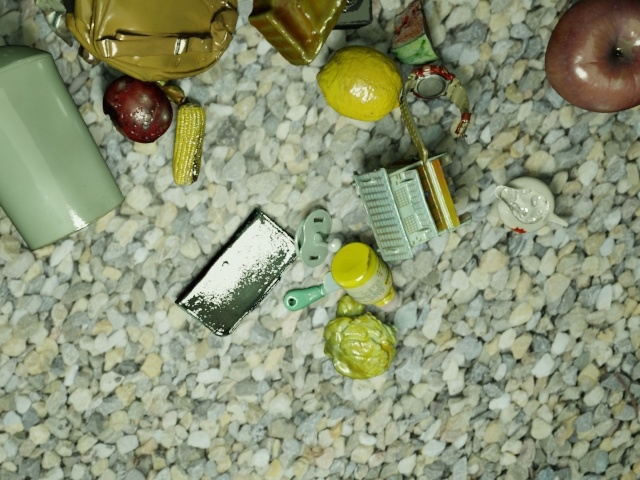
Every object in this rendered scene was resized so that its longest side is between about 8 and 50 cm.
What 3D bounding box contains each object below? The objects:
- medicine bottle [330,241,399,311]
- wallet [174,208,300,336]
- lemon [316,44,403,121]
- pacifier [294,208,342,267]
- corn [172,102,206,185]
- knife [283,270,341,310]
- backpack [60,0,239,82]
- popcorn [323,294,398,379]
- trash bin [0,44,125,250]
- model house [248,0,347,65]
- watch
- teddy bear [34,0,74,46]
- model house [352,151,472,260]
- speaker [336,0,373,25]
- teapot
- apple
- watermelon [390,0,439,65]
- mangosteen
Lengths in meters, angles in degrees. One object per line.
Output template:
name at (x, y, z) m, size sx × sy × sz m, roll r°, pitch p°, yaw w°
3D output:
medicine bottle at (0.124, 0.103, 1.858) m, size 0.122 × 0.122 × 0.212 m, roll -42°, pitch 136°, yaw 3°
wallet at (-0.203, 0.088, 1.892) m, size 0.172 × 0.045 × 0.318 m, roll 40°, pitch 91°, yaw -13°
lemon at (0.097, -0.371, 1.770) m, size 0.193 × 0.180 × 0.181 m, roll 25°, pitch 98°, yaw 21°
pacifier at (0.000, 0.000, 1.857) m, size 0.126 × 0.116 × 0.150 m, roll 7°, pitch 98°, yaw -47°
corn at (-0.321, -0.232, 1.814) m, size 0.072 × 0.072 × 0.203 m, roll 8°, pitch 101°, yaw -6°
knife at (0.025, 0.113, 1.930) m, size 0.260 × 0.034 × 0.063 m, roll -22°, pitch 95°, yaw -7°
backpack at (-0.363, -0.508, 1.626) m, size 0.378 × 0.201 × 0.354 m, roll 20°, pitch 101°, yaw -48°
popcorn at (0.097, 0.242, 1.890) m, size 0.198 × 0.212 × 0.198 m, roll -9°, pitch 145°, yaw -7°
trash bin at (-0.657, -0.221, 1.686) m, size 0.280 × 0.280 × 0.432 m, roll -27°, pitch 105°, yaw 0°
model house at (-0.047, -0.483, 1.542) m, size 0.173 × 0.268 × 0.239 m, roll -8°, pitch 104°, yaw -22°
watch at (0.277, -0.298, 1.768) m, size 0.164 × 0.102 × 0.268 m, roll -4°, pitch 57°, yaw -13°
teddy bear at (-0.589, -0.645, 1.594) m, size 0.327 × 0.375 × 0.362 m, roll -3°, pitch 87°, yaw 7°
model house at (0.207, -0.094, 1.798) m, size 0.215 × 0.198 × 0.224 m, roll -25°, pitch 103°, yaw -21°
speaker at (-0.021, -0.604, 1.715) m, size 0.254 × 0.184 × 0.232 m, roll -4°, pitch 101°, yaw -6°
teapot at (0.530, -0.088, 1.902) m, size 0.226 × 0.092 × 0.145 m, roll 21°, pitch 100°, yaw -10°
apple at (0.683, -0.445, 1.779) m, size 0.305 × 0.235 × 0.306 m, roll 0°, pitch 98°, yaw -3°
watermelon at (0.216, -0.499, 1.796) m, size 0.097 × 0.121 × 0.158 m, roll -11°, pitch 98°, yaw 19°
mangosteen at (-0.416, -0.322, 1.753) m, size 0.166 × 0.166 × 0.180 m, roll 43°, pitch 68°, yaw -11°
